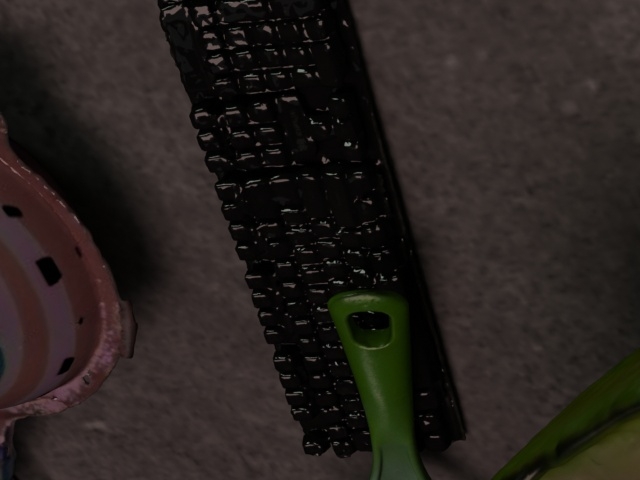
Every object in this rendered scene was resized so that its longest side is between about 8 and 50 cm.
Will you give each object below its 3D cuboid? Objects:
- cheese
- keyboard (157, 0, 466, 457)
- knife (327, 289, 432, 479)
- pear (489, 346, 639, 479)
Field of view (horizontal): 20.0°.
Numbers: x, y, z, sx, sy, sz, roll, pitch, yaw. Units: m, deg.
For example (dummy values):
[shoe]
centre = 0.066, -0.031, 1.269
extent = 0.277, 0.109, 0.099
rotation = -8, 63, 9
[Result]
[cheese]
centre = -0.170, 0.034, 0.764
extent = 0.188, 0.074, 0.286
rotation = 23, 137, 6
[keyboard]
centre = 0.000, 0.000, 0.693
extent = 0.072, 0.023, 0.231
rotation = 0, 130, 21
[knife]
centre = 0.024, 0.075, 0.720
extent = 0.078, 0.023, 0.166
rotation = -6, 131, 5
[pear]
centre = 0.245, 0.110, 0.579
extent = 0.398, 0.165, 0.399
rotation = 13, 134, 13
